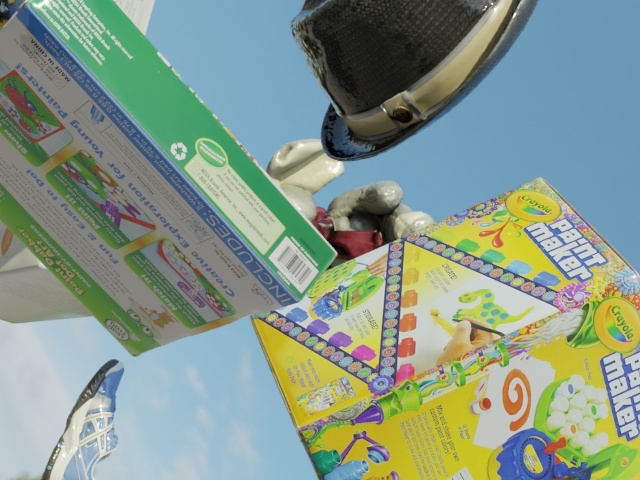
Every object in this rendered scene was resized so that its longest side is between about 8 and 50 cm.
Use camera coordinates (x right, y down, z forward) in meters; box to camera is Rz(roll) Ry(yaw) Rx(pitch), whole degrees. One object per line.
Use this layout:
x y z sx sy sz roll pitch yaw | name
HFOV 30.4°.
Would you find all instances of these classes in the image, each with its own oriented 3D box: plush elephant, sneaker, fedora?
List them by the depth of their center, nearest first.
0.076 -0.243 1.268 0.152 0.334 0.334 40 -18 -21 | fedora
-0.330 0.273 1.713 0.081 0.211 0.080 25 -24 -9 | sneaker
0.000 0.000 1.802 0.330 0.255 0.272 -105 -153 -56 | plush elephant

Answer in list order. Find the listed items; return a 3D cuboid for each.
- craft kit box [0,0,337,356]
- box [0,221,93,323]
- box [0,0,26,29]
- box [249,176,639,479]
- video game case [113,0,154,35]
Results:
-0.147 -0.037 0.818 0.250 0.061 0.247 49 -37 -15 | craft kit box
-0.335 -0.028 1.435 0.345 0.168 0.215 -8 -114 46 | box
-0.308 -0.232 1.237 0.027 0.094 0.137 -11 -94 48 | box
0.129 0.152 0.992 0.177 0.279 0.290 -119 -173 -58 | box
-0.231 -0.259 1.117 0.173 0.022 0.190 44 27 -27 | video game case
